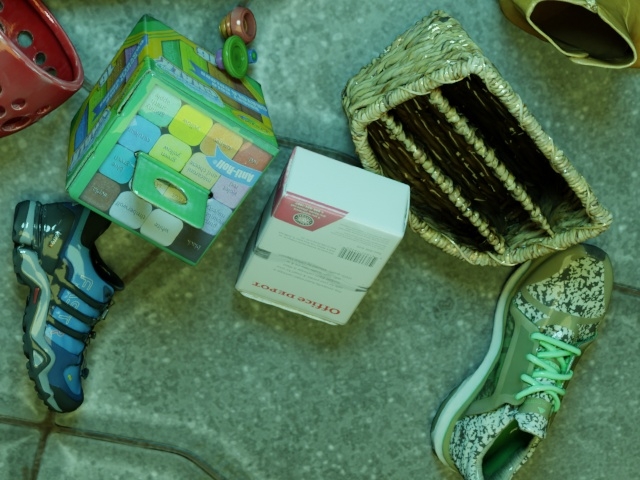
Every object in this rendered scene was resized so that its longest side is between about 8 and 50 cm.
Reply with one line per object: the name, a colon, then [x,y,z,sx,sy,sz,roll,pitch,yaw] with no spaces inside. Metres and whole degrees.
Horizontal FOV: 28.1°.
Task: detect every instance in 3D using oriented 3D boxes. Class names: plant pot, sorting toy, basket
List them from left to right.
plant pot: [-0.393,-0.197,1.454,0.174,0.191,0.191,-38,116,13]
sorting toy: [-0.108,-0.235,1.548,0.042,0.102,0.061,-4,143,26]
basket: [0.173,-0.096,1.581,0.213,0.223,0.299,-38,117,10]

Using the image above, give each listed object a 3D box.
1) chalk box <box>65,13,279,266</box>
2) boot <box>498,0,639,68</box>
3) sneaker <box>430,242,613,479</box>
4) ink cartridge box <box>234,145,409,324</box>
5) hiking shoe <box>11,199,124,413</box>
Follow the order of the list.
chalk box: [-0.173,-0.109,1.477,0.180,0.289,0.179,31,107,-22]
boot: [0.347,-0.245,1.543,0.295,0.211,0.104,17,113,-17]
sneaker: [0.301,0.198,1.769,0.158,0.182,0.410,18,111,-17]
ink cartridge box: [0.000,0.000,1.612,0.158,0.092,0.218,19,140,-9]
hiking shoe: [-0.317,0.091,1.650,0.132,0.113,0.304,-5,117,-7]
